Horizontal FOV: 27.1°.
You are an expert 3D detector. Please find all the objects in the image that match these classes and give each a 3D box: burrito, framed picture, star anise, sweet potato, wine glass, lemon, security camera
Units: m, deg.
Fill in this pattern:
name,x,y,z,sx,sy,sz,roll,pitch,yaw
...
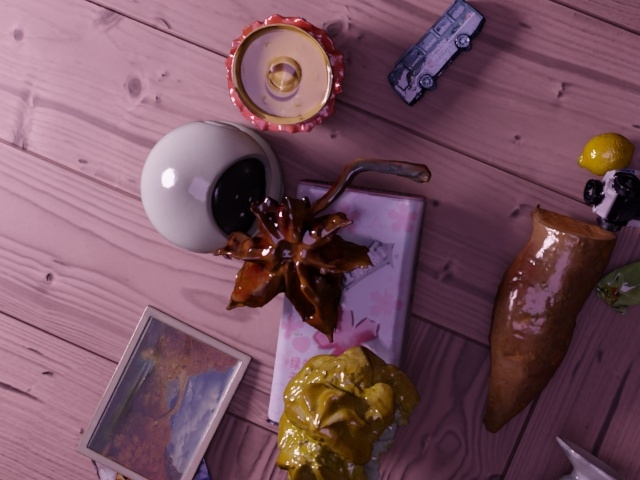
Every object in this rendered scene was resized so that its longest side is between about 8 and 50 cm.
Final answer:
name,x,y,z,sx,sy,sz,roll,pitch,yaw
burrito,0.534,0.054,1.878,0.288,0.054,0.104,-15,94,8
framed picture,-0.236,0.248,2.009,0.184,0.016,0.250,27,89,6
star anise,0.004,0.002,1.804,0.346,0.148,0.237,-38,113,7
sweet potato,0.296,0.120,1.884,0.131,0.131,0.336,25,96,6
wine glass,0.333,0.390,1.884,0.165,0.165,0.196,31,94,5
lemon,0.403,-0.121,1.877,0.083,0.062,0.062,-14,92,15
security camera,-0.160,-0.079,1.880,0.195,0.236,0.194,0,92,10

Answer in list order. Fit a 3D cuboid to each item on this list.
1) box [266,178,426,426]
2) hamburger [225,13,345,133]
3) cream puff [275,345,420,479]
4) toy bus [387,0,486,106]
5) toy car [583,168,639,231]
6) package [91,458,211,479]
name,x,y,z,sx,sy,sz,roll,pitch,yaw
box,0.037,0.105,1.927,0.190,0.112,0.369,7,95,9
hamburger,-0.048,-0.238,1.898,0.175,0.137,0.175,1,98,5
cream puff,0.020,0.251,1.806,0.195,0.195,0.221,22,96,6
toy bus,0.166,-0.270,1.910,0.065,0.047,0.166,43,98,8
toy car,0.452,-0.054,1.858,0.171,0.070,0.080,10,131,-8
package,-0.257,0.355,2.033,0.173,0.027,0.171,-17,91,9
